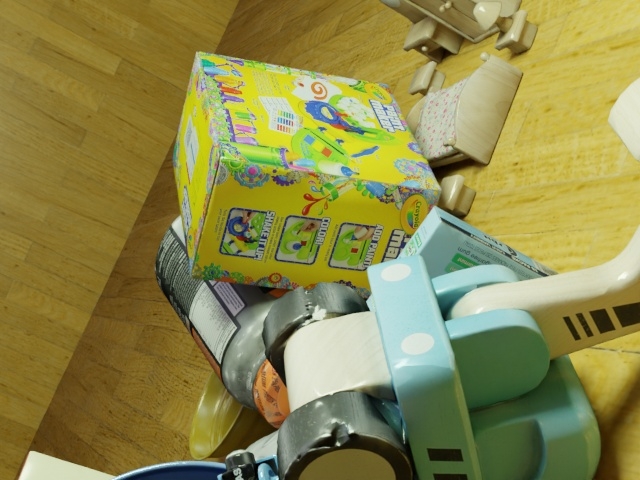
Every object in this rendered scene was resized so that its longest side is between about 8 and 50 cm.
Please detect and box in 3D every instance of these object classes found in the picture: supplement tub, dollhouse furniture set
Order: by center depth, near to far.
[{"bbox_3d":[-0.080,0.096,1.529,0.193,0.194,0.316,-57,46,18],"label":"supplement tub"},{"bbox_3d":[0.119,-0.209,1.570,0.303,0.174,0.355,-15,50,67],"label":"dollhouse furniture set"}]

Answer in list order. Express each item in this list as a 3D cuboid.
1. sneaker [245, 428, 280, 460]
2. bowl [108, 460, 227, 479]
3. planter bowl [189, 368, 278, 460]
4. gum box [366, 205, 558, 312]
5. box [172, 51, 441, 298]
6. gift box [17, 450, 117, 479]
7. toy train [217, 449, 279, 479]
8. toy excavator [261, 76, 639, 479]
[{"bbox_3d":[-0.045,0.354,1.313,0.210,0.137,0.365,-42,23,51],"label":"sneaker"},{"bbox_3d":[-0.129,0.412,1.086,0.077,0.391,0.391,100,-173,-63],"label":"bowl"},{"bbox_3d":[-0.104,0.239,1.687,0.217,0.090,0.217,-52,22,31],"label":"planter bowl"},{"bbox_3d":[0.132,0.078,1.165,0.184,0.157,0.041,-57,19,20],"label":"gum box"},{"bbox_3d":[-0.030,-0.087,1.475,0.290,0.279,0.177,-107,29,-55],"label":"box"},{"bbox_3d":[-0.268,0.440,1.314,0.255,0.258,0.276,117,168,-51],"label":"gift box"},{"bbox_3d":[-0.044,0.284,1.054,0.080,0.105,0.184,-24,69,10],"label":"toy train"},{"bbox_3d":[0.172,0.091,0.970,0.222,0.445,0.432,-103,-2,-59],"label":"toy excavator"}]
